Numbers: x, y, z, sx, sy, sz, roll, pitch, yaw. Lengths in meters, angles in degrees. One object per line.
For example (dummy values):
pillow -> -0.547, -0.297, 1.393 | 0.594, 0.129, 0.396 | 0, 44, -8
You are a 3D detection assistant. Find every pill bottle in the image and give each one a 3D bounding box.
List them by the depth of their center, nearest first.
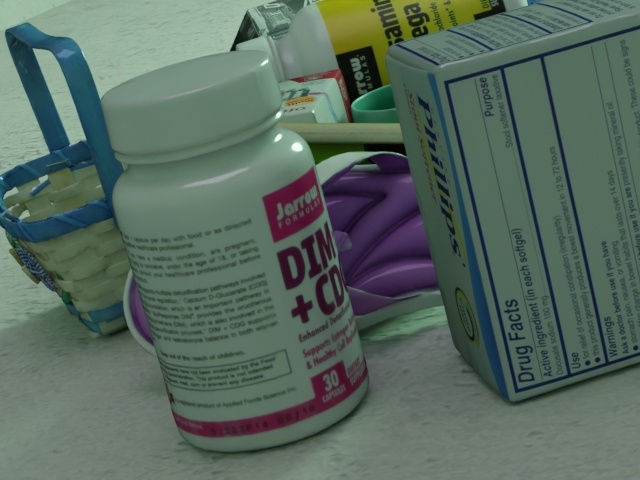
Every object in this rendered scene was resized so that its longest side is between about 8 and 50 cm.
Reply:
pill bottle -> -0.069, 0.006, 1.424 | 0.160, 0.283, 0.160 | -14, 17, 4
pill bottle -> 0.078, -0.207, 2.163 | 0.334, 0.188, 0.188 | -16, 17, -4

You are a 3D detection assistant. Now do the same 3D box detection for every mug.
mug -> 0.111, -0.113, 1.986 | 0.129, 0.097, 0.158 | -19, 18, -15

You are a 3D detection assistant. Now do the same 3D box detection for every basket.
basket -> -0.226, -0.068, 1.786 | 0.201, 0.289, 0.255 | -19, 16, -15

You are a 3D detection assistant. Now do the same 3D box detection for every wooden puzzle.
wooden puzzle -> 0.011, -0.049, 1.714 | 0.221, 0.044, 0.239 | 0, -21, -5

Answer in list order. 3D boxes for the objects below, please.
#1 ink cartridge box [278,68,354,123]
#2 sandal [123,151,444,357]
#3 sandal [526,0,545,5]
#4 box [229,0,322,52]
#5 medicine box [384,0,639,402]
ink cartridge box -> -0.036, -0.095, 2.002 | 0.128, 0.127, 0.176 | -10, 18, 14
sandal -> 0.030, -0.006, 1.557 | 0.416, 0.169, 0.102 | -14, -20, -1
sandal -> 0.300, -0.323, 2.447 | 0.126, 0.138, 0.317 | -22, 20, -29
box -> 0.030, -0.260, 2.384 | 0.307, 0.076, 0.242 | -21, -14, -19
medicine box -> 0.227, -0.055, 1.407 | 0.289, 0.263, 0.149 | -16, 16, -8
